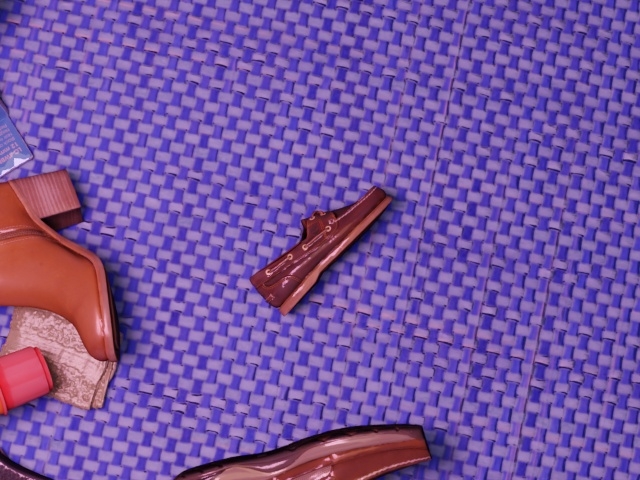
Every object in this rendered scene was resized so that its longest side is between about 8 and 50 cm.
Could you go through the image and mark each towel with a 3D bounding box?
[{"bbox_3d":[-0.331,0.146,1.861,0.148,0.027,0.110,18,82,2],"label":"towel"}]

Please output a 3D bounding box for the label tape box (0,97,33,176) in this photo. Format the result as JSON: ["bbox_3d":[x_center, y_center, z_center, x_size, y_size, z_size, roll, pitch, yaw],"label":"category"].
[{"bbox_3d":[-0.565,-0.196,1.872,0.249,0.115,0.347,-32,81,-4],"label":"label tape box"}]

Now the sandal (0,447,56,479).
[{"bbox_3d":[-0.416,0.293,1.830,0.254,0.054,0.097,33,92,0],"label":"sandal"}]

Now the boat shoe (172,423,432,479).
[{"bbox_3d":[-0.020,0.305,1.798,0.324,0.122,0.119,-15,87,6],"label":"boat shoe"}]

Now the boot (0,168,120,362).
[{"bbox_3d":[-0.378,0.055,1.814,0.220,0.109,0.283,-20,72,-12],"label":"boot"}]

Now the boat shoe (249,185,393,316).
[{"bbox_3d":[0.000,0.000,1.858,0.073,0.073,0.207,45,84,4],"label":"boat shoe"}]

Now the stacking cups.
[{"bbox_3d":[-0.477,0.215,1.759,0.316,0.096,0.096,-18,81,-20],"label":"stacking cups"}]
